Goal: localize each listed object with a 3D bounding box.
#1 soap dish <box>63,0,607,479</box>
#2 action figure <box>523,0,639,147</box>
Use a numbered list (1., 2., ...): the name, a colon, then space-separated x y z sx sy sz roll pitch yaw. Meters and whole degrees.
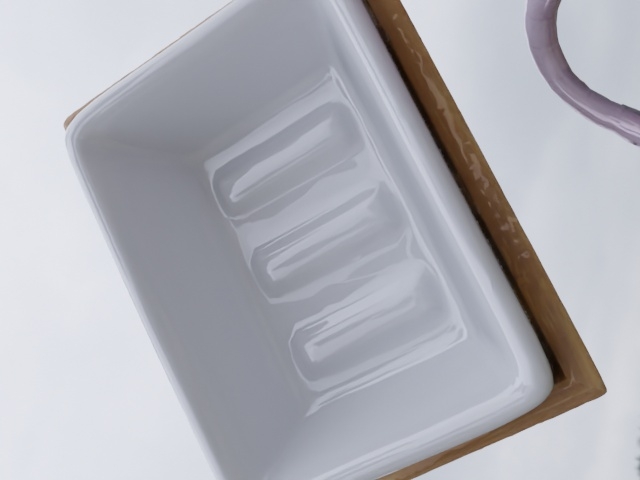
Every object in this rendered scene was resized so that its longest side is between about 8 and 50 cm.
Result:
1. soap dish: 0.000 0.000 0.550 0.291 0.229 0.118 64 -158 8
2. action figure: 0.096 -0.216 0.342 0.370 0.248 0.276 17 -76 -55
